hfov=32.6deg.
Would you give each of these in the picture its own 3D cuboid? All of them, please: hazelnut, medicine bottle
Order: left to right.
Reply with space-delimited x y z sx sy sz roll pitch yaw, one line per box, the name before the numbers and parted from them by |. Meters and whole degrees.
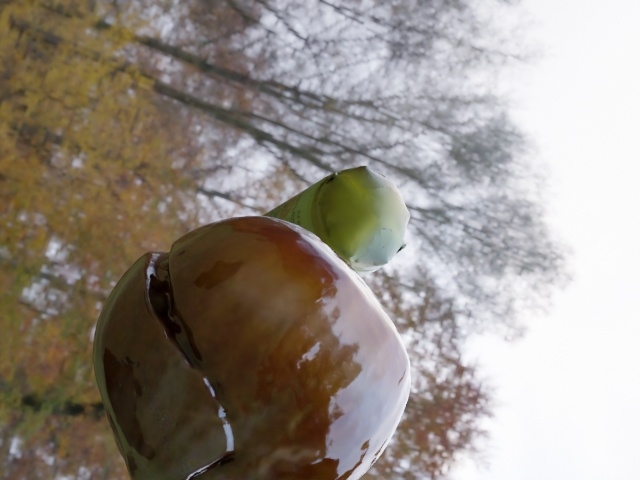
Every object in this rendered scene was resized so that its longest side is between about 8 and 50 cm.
hazelnut | -0.044 0.074 0.645 0.182 0.182 0.182 -41 -141 45
medicine bottle | 0.000 0.000 1.227 0.239 0.124 0.124 -28 -131 53
